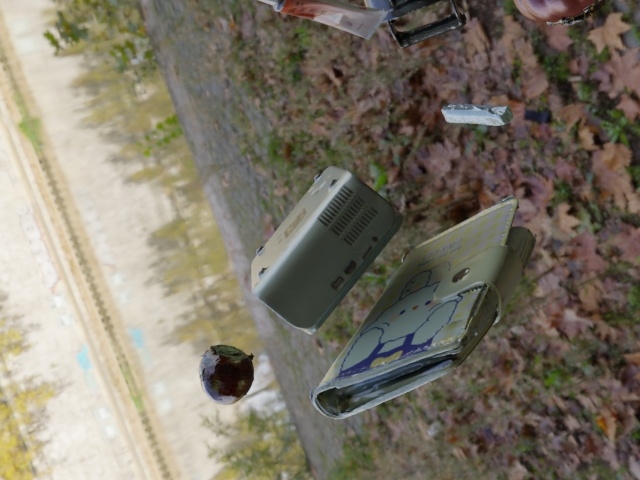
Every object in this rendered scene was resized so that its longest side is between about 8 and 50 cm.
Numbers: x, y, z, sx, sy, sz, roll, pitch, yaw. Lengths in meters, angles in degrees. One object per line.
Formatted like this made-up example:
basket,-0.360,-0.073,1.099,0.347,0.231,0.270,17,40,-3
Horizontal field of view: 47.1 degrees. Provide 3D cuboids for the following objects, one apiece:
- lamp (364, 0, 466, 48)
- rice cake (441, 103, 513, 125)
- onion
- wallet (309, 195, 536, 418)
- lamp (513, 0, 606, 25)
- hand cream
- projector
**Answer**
lamp,0.173,-0.595,1.556,0.374,0.205,0.272,-6,-98,-71
rice cake,0.294,-0.243,1.394,0.042,0.030,0.180,59,163,-25
onion,-0.181,0.263,1.420,0.117,0.119,0.118,-161,52,-70
wallet,0.136,0.078,0.892,0.223,0.309,0.077,-25,105,38
lamp,0.503,-0.559,1.524,0.227,0.227,0.227,53,156,37
hand cream,0.002,-0.347,1.108,0.052,0.216,0.038,-7,80,58
projector,0.000,0.000,1.011,0.108,0.198,0.250,39,-177,-8
